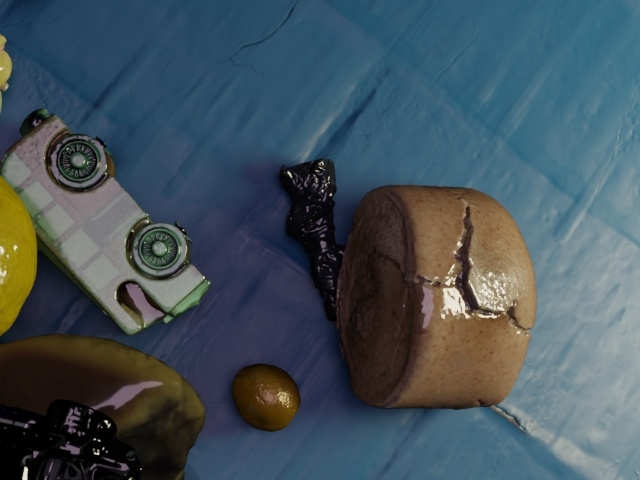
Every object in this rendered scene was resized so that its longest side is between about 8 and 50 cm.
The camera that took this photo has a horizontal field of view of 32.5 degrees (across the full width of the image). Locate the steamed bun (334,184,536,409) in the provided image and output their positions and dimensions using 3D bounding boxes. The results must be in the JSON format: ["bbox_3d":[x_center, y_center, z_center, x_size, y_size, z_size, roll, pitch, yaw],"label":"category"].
[{"bbox_3d":[0.164,0.068,1.428,0.252,0.199,0.301,4,81,-22],"label":"steamed bun"}]

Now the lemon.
[{"bbox_3d":[-0.444,0.020,1.243,0.245,0.320,0.245,-4,102,-20],"label":"lemon"}]

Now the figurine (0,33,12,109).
[{"bbox_3d":[-0.453,-0.181,1.436,0.083,0.083,0.187,24,87,-6],"label":"figurine"}]

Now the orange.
[{"bbox_3d":[-0.072,0.203,1.436,0.095,0.085,0.085,39,76,2],"label":"orange"}]

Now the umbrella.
[{"bbox_3d":[-0.002,0.001,1.494,0.080,0.071,0.224,-14,88,18],"label":"umbrella"}]

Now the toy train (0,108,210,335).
[{"bbox_3d":[-0.286,-0.021,1.412,0.159,0.129,0.326,-42,91,-9],"label":"toy train"}]

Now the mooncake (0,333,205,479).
[{"bbox_3d":[-0.297,0.309,1.287,0.394,0.246,0.393,-25,77,-13],"label":"mooncake"}]

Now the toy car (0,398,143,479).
[{"bbox_3d":[-0.332,0.250,1.122,0.301,0.118,0.193,15,61,5],"label":"toy car"}]
